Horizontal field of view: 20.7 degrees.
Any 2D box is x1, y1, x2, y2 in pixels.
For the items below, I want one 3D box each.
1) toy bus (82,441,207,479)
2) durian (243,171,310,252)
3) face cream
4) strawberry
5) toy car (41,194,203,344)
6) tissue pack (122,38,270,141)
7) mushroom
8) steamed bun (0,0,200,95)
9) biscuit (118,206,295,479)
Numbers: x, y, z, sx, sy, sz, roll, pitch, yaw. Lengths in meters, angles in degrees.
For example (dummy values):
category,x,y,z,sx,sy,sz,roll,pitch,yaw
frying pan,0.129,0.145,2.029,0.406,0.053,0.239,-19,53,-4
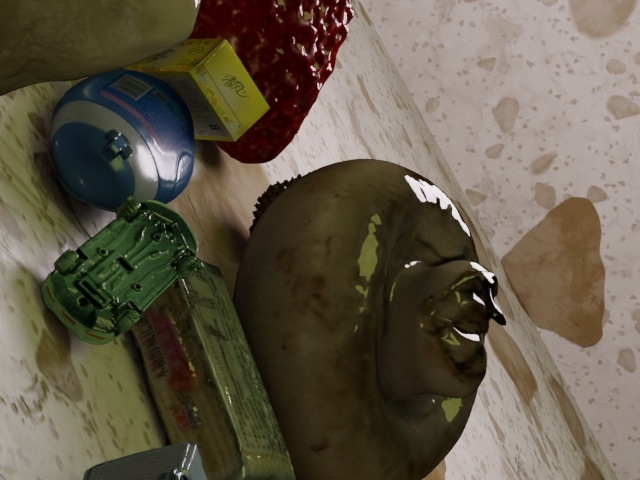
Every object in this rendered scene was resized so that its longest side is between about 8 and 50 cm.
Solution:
category,x,y,z,sx,sy,sz,roll,pitch,yaw
toy bus,-0.135,0.274,1.253,0.330,0.109,0.136,-80,151,-67
durian,0.000,0.000,2.076,0.196,0.167,0.196,40,-34,35
face cream,-0.194,-0.095,1.720,0.149,0.083,0.264,46,16,-5
strawberry,-0.075,-0.273,2.098,0.310,0.291,0.292,48,19,-25
toy car,-0.173,0.029,1.552,0.093,0.058,0.186,43,37,1
tissue pack,-0.142,-0.163,1.883,0.176,0.062,0.095,6,-45,54
mushroom,0.073,0.094,1.835,0.362,0.294,0.362,1,89,-61
steamed bun,-0.290,-0.245,1.349,0.352,0.247,0.339,21,25,-46
biscuit,-0.108,0.126,1.658,0.309,0.079,0.186,66,13,17
